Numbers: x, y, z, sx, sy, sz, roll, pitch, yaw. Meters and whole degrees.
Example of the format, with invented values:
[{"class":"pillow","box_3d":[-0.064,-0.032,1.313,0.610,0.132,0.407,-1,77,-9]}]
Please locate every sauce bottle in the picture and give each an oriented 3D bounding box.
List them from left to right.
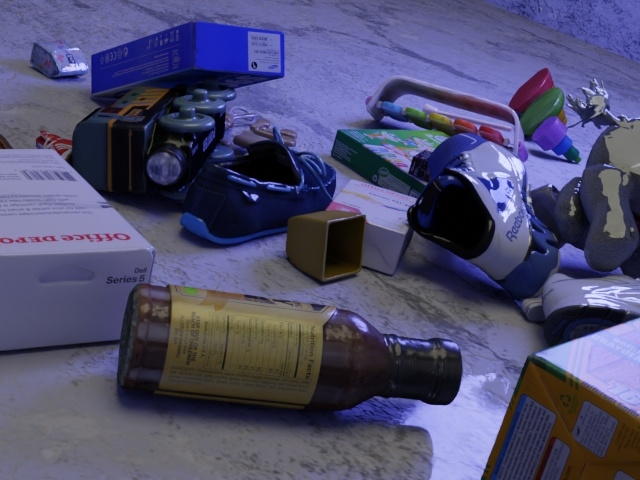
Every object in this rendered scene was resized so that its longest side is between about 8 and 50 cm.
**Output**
[{"class":"sauce bottle","box_3d":[-0.028,0.116,1.139,0.344,0.111,0.111,9,22,-17]}]

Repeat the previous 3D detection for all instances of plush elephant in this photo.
[{"class":"plush elephant","box_3d":[0.441,-0.037,1.645,0.272,0.255,0.330,-17,51,-11]}]

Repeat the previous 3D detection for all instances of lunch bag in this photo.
[{"class":"lunch bag","box_3d":[-0.458,-0.317,1.991,0.083,0.053,0.071,39,32,28]}]

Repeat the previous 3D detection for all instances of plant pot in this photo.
[{"class":"plant pot","box_3d":[0.000,0.000,1.481,0.083,0.081,0.081,16,19,37]}]

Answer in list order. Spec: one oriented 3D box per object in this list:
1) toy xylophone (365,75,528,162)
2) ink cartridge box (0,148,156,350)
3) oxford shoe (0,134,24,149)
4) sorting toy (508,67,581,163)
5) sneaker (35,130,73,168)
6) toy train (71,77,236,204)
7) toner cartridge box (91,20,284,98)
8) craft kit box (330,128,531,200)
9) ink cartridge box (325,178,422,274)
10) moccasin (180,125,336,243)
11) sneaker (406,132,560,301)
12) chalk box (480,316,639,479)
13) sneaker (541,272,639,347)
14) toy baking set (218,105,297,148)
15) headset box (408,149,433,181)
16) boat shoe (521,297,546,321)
[{"class":"toy xylophone","box_3d":[0.257,-0.228,2.158,0.323,0.081,0.236,18,-2,24]},{"class":"ink cartridge box","box_3d":[-0.329,0.002,1.211,0.198,0.114,0.273,-3,27,-36]},{"class":"oxford shoe","box_3d":[-0.416,-0.088,1.446,0.076,0.076,0.212,-42,36,-17]},{"class":"sorting toy","box_3d":[0.500,-0.249,2.413,0.126,0.127,0.365,41,20,-15]},{"class":"sneaker","box_3d":[-0.373,-0.121,1.579,0.067,0.042,0.118,17,14,-6]},{"class":"toy train","box_3d":[-0.233,-0.154,1.640,0.190,0.142,0.334,6,21,4]},{"class":"toner cartridge box","box_3d":[-0.222,-0.282,1.822,0.165,0.075,0.348,1,-1,-36]},{"class":"craft kit box","box_3d":[0.188,-0.122,1.927,0.247,0.061,0.250,-1,27,-40]},{"class":"ink cartridge box","box_3d":[0.075,-0.029,1.606,0.115,0.067,0.198,18,21,7]},{"class":"moccasin","box_3d":[-0.061,-0.082,1.581,0.138,0.117,0.342,22,22,17]},{"class":"sneaker","box_3d":[0.205,-0.065,1.579,0.182,0.127,0.315,27,26,-32]},{"class":"chalk box","box_3d":[0.315,0.195,1.070,0.179,0.180,0.289,32,26,36]},{"class":"sneaker","box_3d":[0.423,0.094,1.450,0.297,0.111,0.129,12,32,-11]},{"class":"toy baking set","box_3d":[-0.153,-0.194,1.923,0.197,0.030,0.256,-5,29,-47]},{"class":"headset box","box_3d":[0.190,-0.111,1.788,0.083,0.032,0.062,23,23,16]},{"class":"boat shoe","box_3d":[0.317,0.092,1.516,0.100,0.035,0.035,1,27,-15]}]
